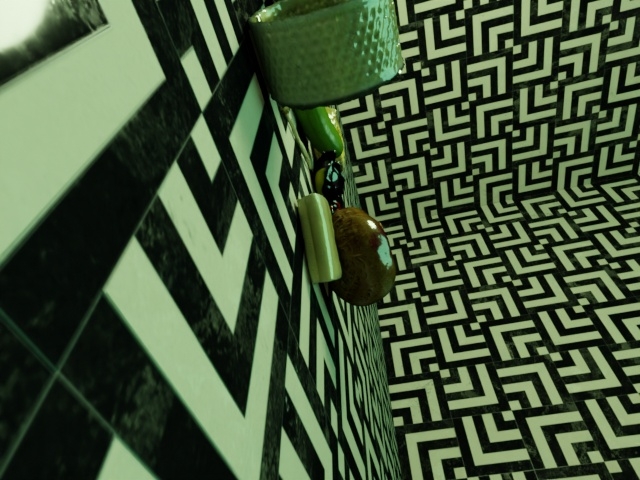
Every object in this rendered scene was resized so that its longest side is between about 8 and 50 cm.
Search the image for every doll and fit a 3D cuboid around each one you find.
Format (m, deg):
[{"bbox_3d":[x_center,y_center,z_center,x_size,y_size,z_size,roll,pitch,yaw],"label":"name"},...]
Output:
[{"bbox_3d":[0.025,-0.138,1.269,0.127,0.088,0.249,-123,-160,-47],"label":"doll"}]

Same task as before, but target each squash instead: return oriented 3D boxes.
[{"bbox_3d":[-0.009,-0.309,1.211,0.292,0.082,0.082,49,29,-58],"label":"squash"}]

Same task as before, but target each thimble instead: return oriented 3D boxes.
[{"bbox_3d":[0.013,-0.364,0.826,0.271,0.270,0.150,-90,165,-54],"label":"thimble"}]

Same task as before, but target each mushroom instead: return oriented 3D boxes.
[{"bbox_3d":[-0.053,-0.242,1.065,0.286,0.025,0.028,61,35,-70],"label":"mushroom"},{"bbox_3d":[0.083,0.037,1.081,0.253,0.153,0.253,173,-90,-78],"label":"mushroom"}]

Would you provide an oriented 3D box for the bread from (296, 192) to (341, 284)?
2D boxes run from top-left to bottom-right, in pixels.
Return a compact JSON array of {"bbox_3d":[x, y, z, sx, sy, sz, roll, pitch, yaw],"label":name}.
[{"bbox_3d":[0.000,0.000,0.945,0.139,0.060,0.178,25,54,-80],"label":"bread"}]

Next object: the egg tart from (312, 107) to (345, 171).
[{"bbox_3d":[0.027,-0.320,1.458,0.279,0.094,0.279,-13,90,-82],"label":"egg tart"}]

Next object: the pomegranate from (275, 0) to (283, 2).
[{"bbox_3d":[-0.036,-0.665,1.065,0.248,0.248,0.249,-11,90,-82],"label":"pomegranate"}]
